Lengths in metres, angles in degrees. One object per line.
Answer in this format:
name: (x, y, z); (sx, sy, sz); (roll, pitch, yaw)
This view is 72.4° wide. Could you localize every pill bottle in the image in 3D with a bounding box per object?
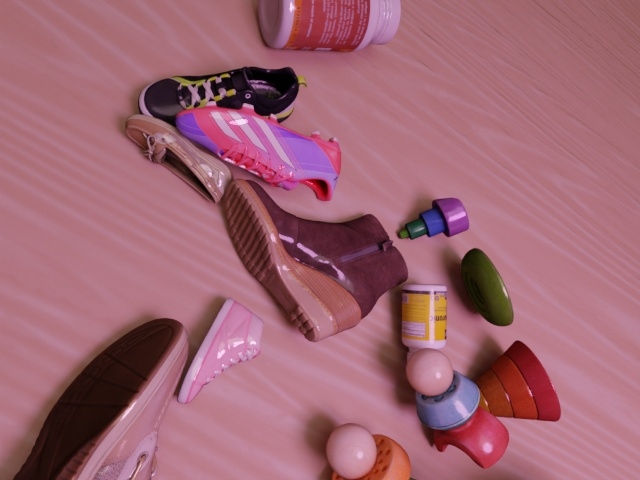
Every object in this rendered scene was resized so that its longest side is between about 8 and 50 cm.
pill bottle: (0.150, 0.122, 0.636); (0.065, 0.065, 0.117); (3, 86, -23)
pill bottle: (0.017, -0.373, 0.713); (0.215, 0.121, 0.121); (-9, 77, -26)

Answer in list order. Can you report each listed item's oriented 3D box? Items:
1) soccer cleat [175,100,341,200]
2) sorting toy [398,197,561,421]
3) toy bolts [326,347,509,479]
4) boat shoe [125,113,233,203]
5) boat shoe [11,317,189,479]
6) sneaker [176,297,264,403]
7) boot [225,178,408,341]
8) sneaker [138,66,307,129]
soccer cleat: (-0.073, -0.116, 0.596); (0.247, 0.083, 0.095); (7, 85, -38)
sorting toy: (0.220, 0.114, 0.673); (0.126, 0.127, 0.366); (-22, 79, 2)
toy bolts: (0.137, 0.244, 0.519); (0.228, 0.218, 0.159); (-42, 106, -36)
boat shoe: (-0.190, -0.107, 0.574); (0.153, 0.056, 0.048); (34, 58, -18)
boat shoe: (-0.220, 0.221, 0.436); (0.098, 0.109, 0.303); (58, 46, -39)
sneaker: (-0.113, 0.141, 0.527); (0.070, 0.051, 0.135); (29, 60, -7)
boot: (0.000, 0.000, 0.622); (0.206, 0.090, 0.249); (-29, 85, -40)
sneaker: (-0.132, -0.212, 0.608); (0.234, 0.097, 0.084); (-15, 79, -27)
